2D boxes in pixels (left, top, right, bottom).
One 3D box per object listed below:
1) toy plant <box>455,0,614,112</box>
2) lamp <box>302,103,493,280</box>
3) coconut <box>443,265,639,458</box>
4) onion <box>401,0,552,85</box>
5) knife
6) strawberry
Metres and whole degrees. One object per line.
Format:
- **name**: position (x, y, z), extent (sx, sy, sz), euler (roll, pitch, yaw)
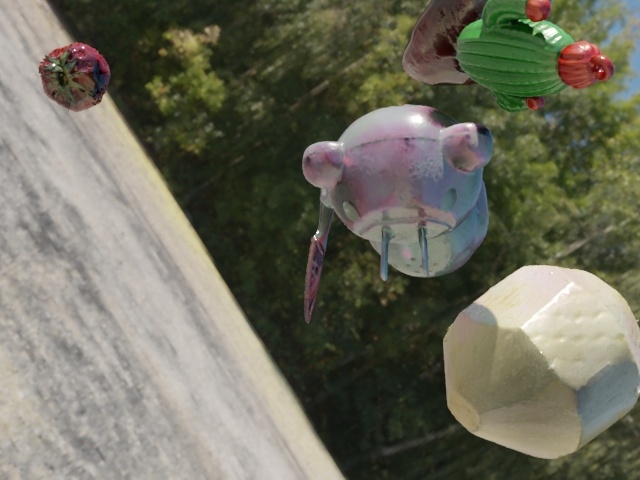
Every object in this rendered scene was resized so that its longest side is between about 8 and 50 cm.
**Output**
- **toy plant**: position (0.254, -0.237, 1.167), extent (0.155, 0.088, 0.240), euler (58, -17, -5)
- **lamp**: position (0.122, -0.044, 1.284), extent (0.301, 0.247, 0.248), euler (56, 35, -61)
- **coconut**: position (0.374, 0.223, 1.651), extent (0.353, 0.352, 0.352), euler (57, -2, 2)
- **onion**: position (0.262, -0.328, 1.495), extent (0.195, 0.272, 0.272), euler (50, -2, 7)
- **knife**: position (0.000, 0.000, 1.393), extent (0.035, 0.018, 0.248), euler (36, 59, -55)
- **strawberry**: position (-0.349, -0.235, 1.356), extent (0.106, 0.106, 0.106), euler (57, -2, 2)
